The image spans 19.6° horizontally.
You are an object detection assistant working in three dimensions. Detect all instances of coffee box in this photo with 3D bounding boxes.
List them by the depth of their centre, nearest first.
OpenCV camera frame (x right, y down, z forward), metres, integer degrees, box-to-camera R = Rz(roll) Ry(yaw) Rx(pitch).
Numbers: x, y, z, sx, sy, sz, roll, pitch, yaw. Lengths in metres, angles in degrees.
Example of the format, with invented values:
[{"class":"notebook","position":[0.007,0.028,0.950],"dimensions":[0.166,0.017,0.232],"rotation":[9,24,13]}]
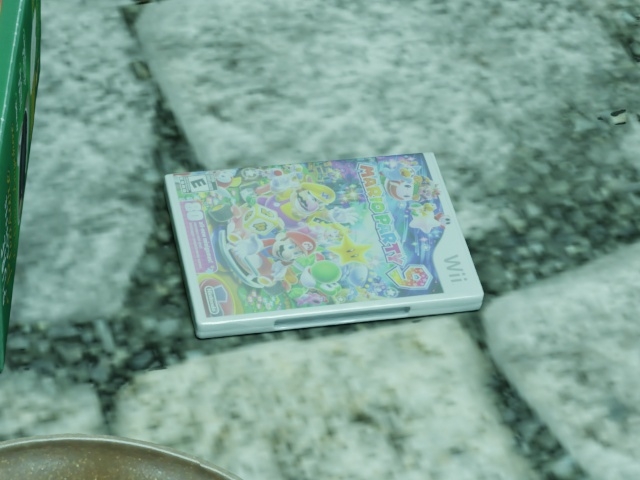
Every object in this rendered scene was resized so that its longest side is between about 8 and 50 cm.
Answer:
[{"class":"coffee box","position":[-0.139,-0.051,0.751],"dimensions":[0.040,0.113,0.184],"rotation":[4,48,-6]}]

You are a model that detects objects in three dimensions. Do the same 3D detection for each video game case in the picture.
[{"class":"video game case","position":[0.000,0.000,0.791],"dimensions":[0.122,0.011,0.087],"rotation":[-5,48,-13]}]

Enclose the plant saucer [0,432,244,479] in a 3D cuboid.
[{"class":"plant saucer","position":[-0.076,0.155,0.608],"dimensions":[0.199,0.036,0.198],"rotation":[10,48,-11]}]
